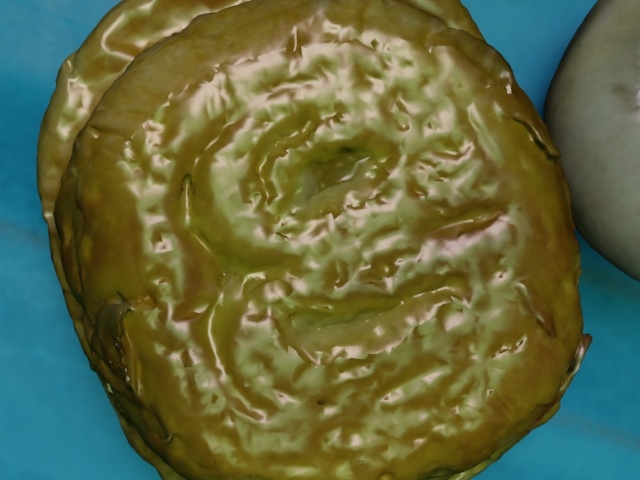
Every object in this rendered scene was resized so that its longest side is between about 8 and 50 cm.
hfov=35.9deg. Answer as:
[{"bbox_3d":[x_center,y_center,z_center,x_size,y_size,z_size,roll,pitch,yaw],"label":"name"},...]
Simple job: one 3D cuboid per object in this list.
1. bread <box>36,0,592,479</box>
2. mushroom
[{"bbox_3d":[-0.003,0.001,0.392,0.198,0.120,0.236,-21,94,-5],"label":"bread"},{"bbox_3d":[0.168,-0.047,0.406,0.154,0.122,0.154,9,73,-30],"label":"mushroom"}]
